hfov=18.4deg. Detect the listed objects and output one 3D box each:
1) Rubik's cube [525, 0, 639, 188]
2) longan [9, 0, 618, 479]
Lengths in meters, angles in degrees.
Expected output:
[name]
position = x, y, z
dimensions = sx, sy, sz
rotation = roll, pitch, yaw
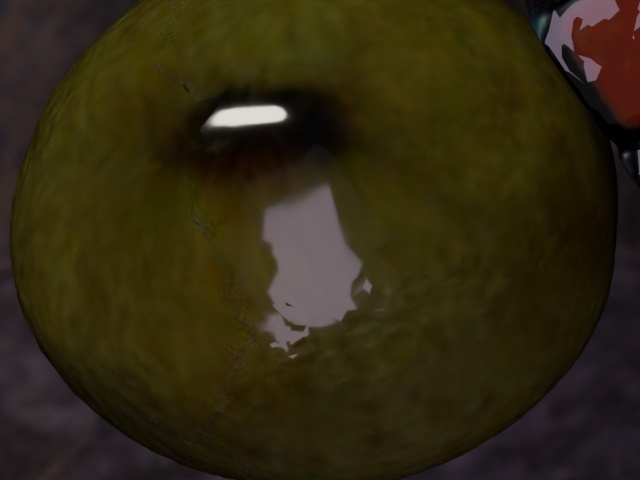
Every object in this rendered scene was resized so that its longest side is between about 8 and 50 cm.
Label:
[Rubik's cube]
position = 0.150, -0.061, 0.480
dimensions = 0.155, 0.151, 0.154
rotation = -31, 112, 16
[longan]
position = 0.000, 0.000, 0.527
dimensions = 0.155, 0.145, 0.176
rotation = 23, 159, 15
